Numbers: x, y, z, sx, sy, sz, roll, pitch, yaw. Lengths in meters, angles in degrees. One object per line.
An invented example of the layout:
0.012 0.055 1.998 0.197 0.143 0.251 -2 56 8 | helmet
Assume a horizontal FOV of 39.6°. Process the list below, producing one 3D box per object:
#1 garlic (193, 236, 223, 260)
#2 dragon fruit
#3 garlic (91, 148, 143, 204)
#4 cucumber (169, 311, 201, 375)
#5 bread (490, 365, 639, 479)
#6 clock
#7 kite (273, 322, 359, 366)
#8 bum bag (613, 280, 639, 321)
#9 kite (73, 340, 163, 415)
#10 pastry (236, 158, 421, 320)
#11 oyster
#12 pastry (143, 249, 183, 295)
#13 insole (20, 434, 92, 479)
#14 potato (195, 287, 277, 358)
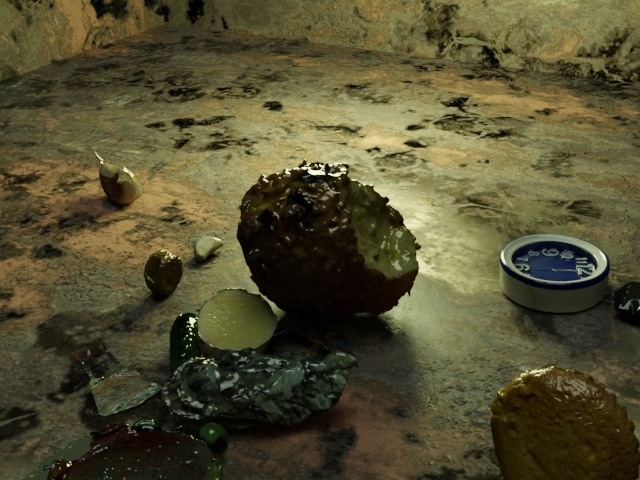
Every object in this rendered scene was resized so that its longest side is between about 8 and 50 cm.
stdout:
-0.277 0.019 2.140 0.053 0.041 0.083 24 44 20 | garlic
-0.264 0.381 1.345 0.295 0.130 0.268 -19 31 -27 | dragon fruit
-0.558 -0.171 2.431 0.090 0.129 0.198 -32 40 -18 | garlic
-0.264 0.215 1.740 0.069 0.069 0.227 -5 31 -4 | cucumber
0.372 0.298 1.345 0.239 0.240 0.139 18 23 34 | bread
0.504 0.070 1.928 0.230 0.083 0.230 -1 26 0 | clock
0.006 0.199 1.758 0.182 0.010 0.160 27 22 19 | kite
0.700 0.144 1.787 0.232 0.060 0.106 20 44 40 | bum bag
-0.401 0.260 1.719 0.127 0.016 0.229 -16 33 -29 | kite
-0.005 0.008 1.828 0.337 0.405 0.293 -19 56 33 | pastry
-0.103 0.254 1.578 0.350 0.158 0.162 -10 61 11 | oyster
-0.349 0.072 1.980 0.057 0.097 0.109 13 32 27 | pastry
-0.455 0.395 1.465 0.081 0.011 0.248 17 34 37 | insole
-0.174 0.183 1.770 0.164 0.081 0.200 17 32 3 | potato
